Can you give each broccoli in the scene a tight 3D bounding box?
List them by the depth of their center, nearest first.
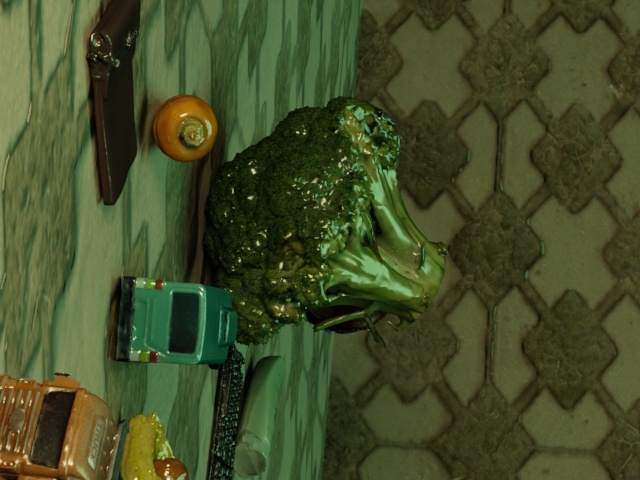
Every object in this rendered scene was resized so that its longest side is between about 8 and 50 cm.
[{"bbox_3d":[0.000,0.000,1.895,0.304,0.283,0.321,-50,-168,41],"label":"broccoli"}]

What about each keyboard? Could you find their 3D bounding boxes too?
[{"bbox_3d":[-0.117,0.236,2.046,0.072,0.023,0.231,75,19,-65],"label":"keyboard"}]

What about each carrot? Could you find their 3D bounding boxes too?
[{"bbox_3d":[-0.130,-0.117,1.619,0.257,0.061,0.061,-113,-155,-79],"label":"carrot"}]

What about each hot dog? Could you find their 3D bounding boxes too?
[{"bbox_3d":[-0.140,0.284,1.475,0.123,0.093,0.262,-18,111,-83],"label":"hot dog"}]

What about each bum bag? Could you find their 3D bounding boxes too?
[{"bbox_3d":[-0.164,-0.117,1.373,0.109,0.026,0.159,-79,171,-59],"label":"bum bag"}]

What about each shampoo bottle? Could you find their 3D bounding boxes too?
[{"bbox_3d":[-0.082,0.235,2.261,0.212,0.049,0.072,-77,173,-58],"label":"shampoo bottle"}]

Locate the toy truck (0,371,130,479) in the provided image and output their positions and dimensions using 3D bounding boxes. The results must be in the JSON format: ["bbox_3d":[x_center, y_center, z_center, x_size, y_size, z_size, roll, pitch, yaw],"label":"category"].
[{"bbox_3d":[-0.172,0.166,1.101,0.192,0.092,0.083,85,11,-53],"label":"toy truck"}]

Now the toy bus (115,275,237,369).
[{"bbox_3d":[-0.127,0.075,1.507,0.160,0.091,0.079,38,57,-83],"label":"toy bus"}]

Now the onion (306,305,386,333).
[{"bbox_3d":[0.001,0.015,2.284,0.219,0.252,0.252,-29,140,-28],"label":"onion"}]
